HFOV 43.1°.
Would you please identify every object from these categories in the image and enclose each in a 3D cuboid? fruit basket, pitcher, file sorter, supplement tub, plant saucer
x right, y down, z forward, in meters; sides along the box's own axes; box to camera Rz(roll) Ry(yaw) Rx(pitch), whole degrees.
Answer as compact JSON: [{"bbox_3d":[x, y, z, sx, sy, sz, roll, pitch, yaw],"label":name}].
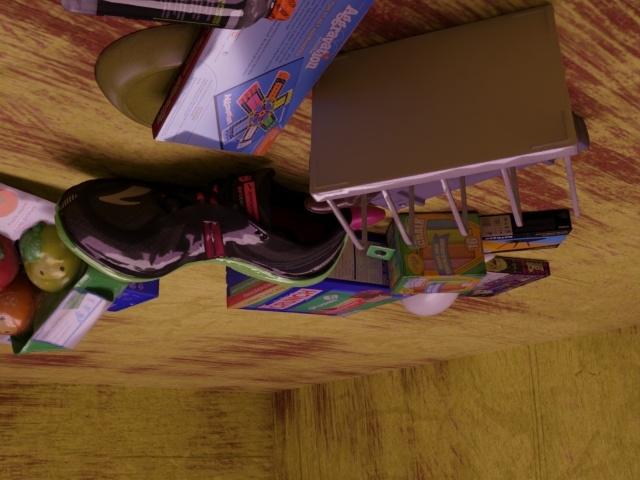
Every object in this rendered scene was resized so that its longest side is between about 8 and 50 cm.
[{"bbox_3d":[-0.511,0.062,1.332,0.327,0.165,0.353,-46,144,18],"label":"fruit basket"},{"bbox_3d":[0.285,0.083,1.832,0.178,0.125,0.207,-11,158,-33],"label":"pitcher"},{"bbox_3d":[0.147,-0.113,0.941,0.278,0.193,0.173,-9,148,17],"label":"file sorter"},{"bbox_3d":[-0.115,-0.237,0.668,0.190,0.117,0.117,2,162,-18],"label":"supplement tub"},{"bbox_3d":[-0.149,-0.181,0.981,0.241,0.037,0.241,-3,163,-1],"label":"plant saucer"}]

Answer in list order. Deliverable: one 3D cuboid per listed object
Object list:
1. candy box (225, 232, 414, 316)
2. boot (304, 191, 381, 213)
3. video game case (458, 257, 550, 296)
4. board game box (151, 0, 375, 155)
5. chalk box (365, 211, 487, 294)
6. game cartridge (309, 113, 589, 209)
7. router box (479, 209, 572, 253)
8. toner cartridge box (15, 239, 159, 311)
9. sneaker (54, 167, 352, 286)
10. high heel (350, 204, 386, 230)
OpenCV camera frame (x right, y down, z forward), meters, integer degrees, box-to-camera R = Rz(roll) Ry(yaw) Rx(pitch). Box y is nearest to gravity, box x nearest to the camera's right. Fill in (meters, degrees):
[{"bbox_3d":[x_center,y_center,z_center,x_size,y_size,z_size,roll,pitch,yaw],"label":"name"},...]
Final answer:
[{"bbox_3d":[0.002,0.073,1.698,0.317,0.122,0.268,10,159,-35],"label":"candy box"},{"bbox_3d":[0.037,-0.070,1.200,0.106,0.037,0.114,-8,174,-14],"label":"boot"},{"bbox_3d":[0.406,0.093,1.991,0.210,0.042,0.232,5,161,-27],"label":"video game case"},{"bbox_3d":[-0.070,-0.190,0.884,0.145,0.027,0.281,7,147,-29],"label":"board game box"},{"bbox_3d":[0.198,0.028,1.578,0.213,0.132,0.132,-2,162,-6],"label":"chalk box"},{"bbox_3d":[0.183,-0.128,1.199,0.355,0.068,0.230,-17,163,37],"label":"game cartridge"},{"bbox_3d":[0.401,-0.014,1.634,0.179,0.046,0.133,-5,163,2],"label":"router box"},{"bbox_3d":[-0.507,0.063,1.596,0.165,0.075,0.348,-18,155,41],"label":"toner cartridge box"},{"bbox_3d":[-0.166,-0.045,1.264,0.483,0.185,0.202,2,144,-30],"label":"sneaker"},{"bbox_3d":[0.000,0.000,1.466,0.244,0.117,0.082,-5,163,5],"label":"high heel"}]
